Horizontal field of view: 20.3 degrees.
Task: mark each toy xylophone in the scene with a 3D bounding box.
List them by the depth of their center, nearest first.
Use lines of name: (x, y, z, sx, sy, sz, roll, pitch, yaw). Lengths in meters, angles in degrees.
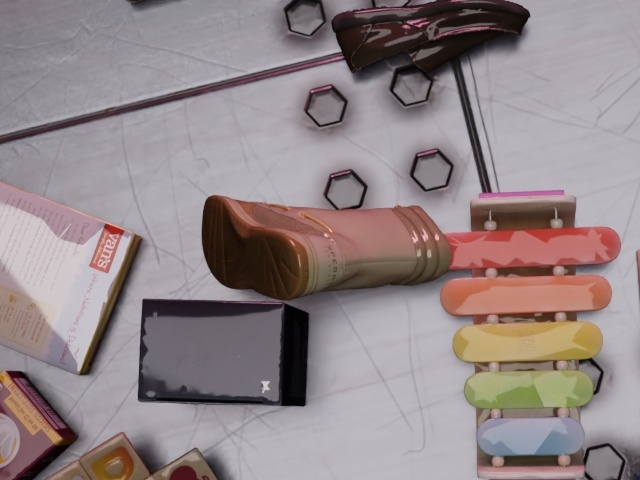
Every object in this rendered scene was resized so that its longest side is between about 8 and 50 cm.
toy xylophone: (0.251, 0.101, 1.924, 0.236, 0.081, 0.323, -10, 84, 4)

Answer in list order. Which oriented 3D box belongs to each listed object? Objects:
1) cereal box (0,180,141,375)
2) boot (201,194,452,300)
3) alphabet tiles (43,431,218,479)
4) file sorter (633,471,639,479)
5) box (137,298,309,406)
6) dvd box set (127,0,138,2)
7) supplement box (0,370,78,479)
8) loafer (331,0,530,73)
cereal box: (-0.343, 0.031, 2.005, 0.240, 0.047, 0.173, 22, 87, 7)
boot: (0.000, 0.000, 1.927, 0.203, 0.262, 0.095, -6, 101, -28)
alphabet tiles: (-0.232, 0.383, 1.938, 0.342, 0.011, 0.285, -32, 98, 2)
file sorter: (0.403, 0.245, 1.880, 0.118, 0.104, 0.170, 33, 88, 3)
box: (-0.099, 0.121, 1.892, 0.153, 0.207, 0.108, 2, 85, 6)
dvd box set: (-0.126, -0.511, 2.032, 0.307, 0.062, 0.420, -15, 83, 4)
supplement box: (-0.377, 0.242, 1.970, 0.188, 0.081, 0.104, -42, 82, 1)
loafer: (0.124, -0.224, 1.978, 0.220, 0.080, 0.078, -5, 94, 10)
